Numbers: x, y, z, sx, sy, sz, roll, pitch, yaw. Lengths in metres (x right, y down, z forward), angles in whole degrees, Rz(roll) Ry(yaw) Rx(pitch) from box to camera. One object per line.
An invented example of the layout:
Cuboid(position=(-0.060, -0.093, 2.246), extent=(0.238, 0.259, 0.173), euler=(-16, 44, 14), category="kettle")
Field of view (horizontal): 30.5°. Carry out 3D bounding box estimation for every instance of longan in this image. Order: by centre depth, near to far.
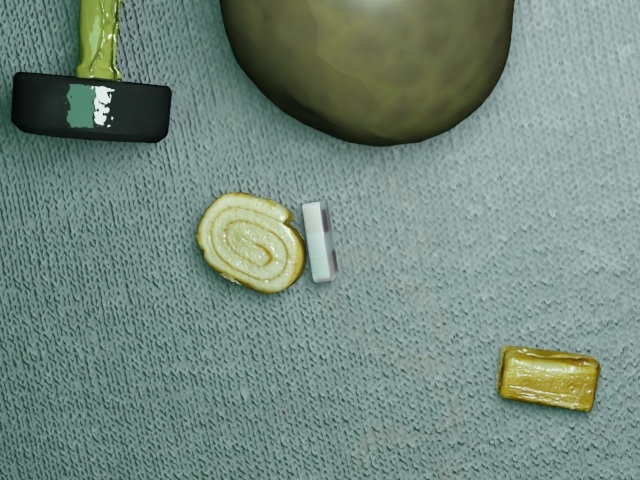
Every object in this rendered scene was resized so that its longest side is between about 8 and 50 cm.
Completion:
Cuboid(position=(0.064, -0.308, 1.367), extent=(0.405, 0.336, 0.404), euler=(-6, 102, -27), category="longan")

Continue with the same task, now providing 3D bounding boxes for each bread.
Cuboid(position=(0.294, 0.178, 1.519), extent=(0.132, 0.053, 0.074), euler=(6, 101, 9), category="bread")
Cuboid(position=(-0.088, 0.000, 1.551), extent=(0.149, 0.073, 0.122), euler=(23, 97, 6), category="bread")

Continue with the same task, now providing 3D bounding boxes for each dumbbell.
Cuboid(position=(-0.281, -0.291, 1.485), extent=(0.204, 0.204, 0.322), euler=(6, 97, 9), category="dumbbell")

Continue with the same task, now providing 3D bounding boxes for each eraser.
Cuboid(position=(0.000, 0.000, 1.541), extent=(0.026, 0.065, 0.105), euler=(-8, 96, 9), category="eraser")
